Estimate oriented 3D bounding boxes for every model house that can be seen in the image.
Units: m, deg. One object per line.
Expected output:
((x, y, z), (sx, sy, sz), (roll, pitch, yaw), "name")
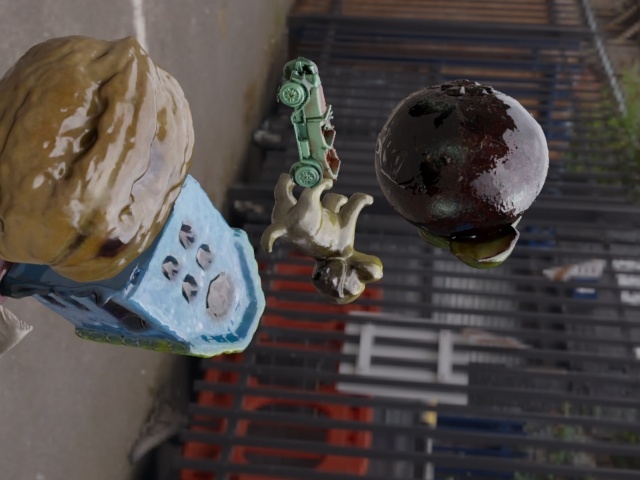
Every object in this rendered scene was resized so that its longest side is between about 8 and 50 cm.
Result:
((-0.233, 0.050, 1.440), (0.303, 0.237, 0.216), (46, 55, -48), "model house")

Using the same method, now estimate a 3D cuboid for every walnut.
((-0.174, -0.065, 0.776), (0.184, 0.155, 0.155), (-62, 178, 5), "walnut")

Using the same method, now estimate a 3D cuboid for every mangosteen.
((0.249, -0.128, 1.887), (0.330, 0.330, 0.330), (3, 90, -86), "mangosteen")

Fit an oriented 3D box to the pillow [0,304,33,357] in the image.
((-0.703, 0.143, 2.023), (0.173, 0.270, 0.067), (-48, -172, 21), "pillow")

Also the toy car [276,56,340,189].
((-0.013, -0.133, 1.201), (0.073, 0.054, 0.143), (-75, 160, -55), "toy car")

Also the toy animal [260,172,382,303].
((0.011, -0.008, 1.639), (0.233, 0.121, 0.169), (37, 69, -43), "toy animal")

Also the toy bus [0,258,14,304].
((-0.504, 0.022, 1.426), (0.294, 0.231, 0.197), (-47, 167, -34), "toy bus")
